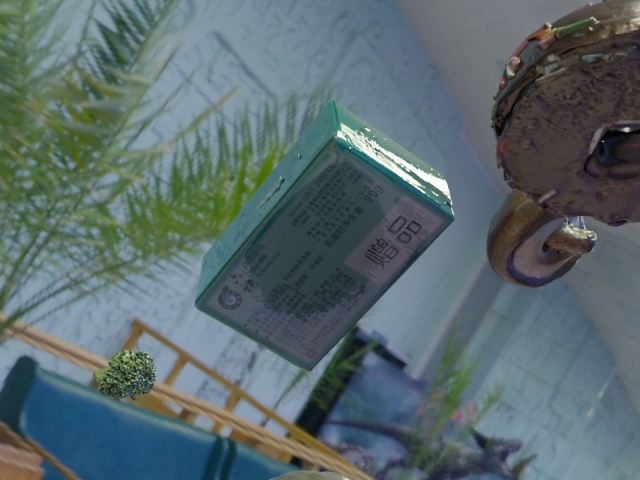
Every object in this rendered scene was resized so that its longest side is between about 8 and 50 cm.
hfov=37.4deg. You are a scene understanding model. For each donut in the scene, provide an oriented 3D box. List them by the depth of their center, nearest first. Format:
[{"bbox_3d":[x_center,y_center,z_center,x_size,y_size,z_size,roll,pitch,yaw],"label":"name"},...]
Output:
[{"bbox_3d":[0.289,-0.117,0.878,0.269,0.103,0.270,8,-33,5],"label":"donut"}]

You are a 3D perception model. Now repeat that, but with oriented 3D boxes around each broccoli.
[{"bbox_3d":[-0.286,0.199,1.371,0.095,0.092,0.097,57,22,-46],"label":"broccoli"}]

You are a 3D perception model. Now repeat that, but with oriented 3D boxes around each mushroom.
[{"bbox_3d":[0.376,-0.021,1.664,0.231,0.194,0.138,77,-3,-47],"label":"mushroom"}]

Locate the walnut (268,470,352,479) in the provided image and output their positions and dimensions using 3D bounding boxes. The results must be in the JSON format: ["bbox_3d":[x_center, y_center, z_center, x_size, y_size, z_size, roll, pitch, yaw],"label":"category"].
[{"bbox_3d":[-0.009,0.293,0.760,0.224,0.224,0.224,32,-7,4],"label":"walnut"}]

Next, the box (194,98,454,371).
[{"bbox_3d":[0.000,0.000,0.966,0.153,0.245,0.092,33,27,-20],"label":"box"}]
